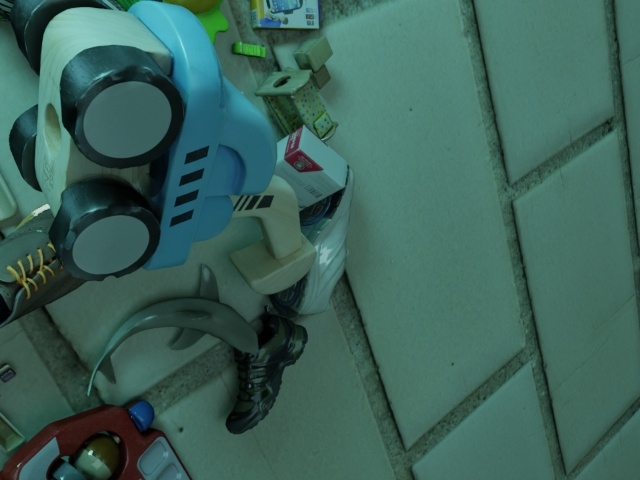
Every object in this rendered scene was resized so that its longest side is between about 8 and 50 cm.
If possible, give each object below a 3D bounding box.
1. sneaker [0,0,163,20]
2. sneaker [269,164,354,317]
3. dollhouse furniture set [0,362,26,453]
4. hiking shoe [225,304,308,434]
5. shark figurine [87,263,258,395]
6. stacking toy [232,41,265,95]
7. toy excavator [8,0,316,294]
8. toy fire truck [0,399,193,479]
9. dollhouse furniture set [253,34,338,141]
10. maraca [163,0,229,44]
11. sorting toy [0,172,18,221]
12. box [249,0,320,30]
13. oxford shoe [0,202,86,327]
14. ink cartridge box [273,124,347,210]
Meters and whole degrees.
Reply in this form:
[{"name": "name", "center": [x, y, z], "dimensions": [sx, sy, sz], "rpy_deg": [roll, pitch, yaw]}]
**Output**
[{"name": "sneaker", "center": [-0.340, -0.325, 0.719], "dimensions": [0.343, 0.134, 0.146], "rpy_deg": [28, 105, -15]}, {"name": "sneaker", "center": [0.000, 0.000, 1.049], "dimensions": [0.129, 0.111, 0.297], "rpy_deg": [16, 94, -51]}, {"name": "dollhouse furniture set", "center": [-0.447, 0.252, 0.803], "dimensions": [0.091, 0.081, 0.114], "rpy_deg": [-38, 118, -21]}, {"name": "hiking shoe", "center": [-0.123, 0.233, 1.025], "dimensions": [0.114, 0.086, 0.227], "rpy_deg": [36, 74, -19]}, {"name": "shark figurine", "center": [-0.234, 0.135, 0.896], "dimensions": [0.278, 0.116, 0.166], "rpy_deg": [-11, 96, -23]}, {"name": "stacking toy", "center": [-0.182, -0.234, 0.895], "dimensions": [0.221, 0.052, 0.167], "rpy_deg": [-5, 103, -33]}, {"name": "toy excavator", "center": [-0.145, -0.077, 0.752], "dimensions": [0.445, 0.222, 0.433], "rpy_deg": [-8, 133, -38]}, {"name": "toy fire truck", "center": [-0.335, 0.389, 0.878], "dimensions": [0.254, 0.169, 0.302], "rpy_deg": [-46, 125, -45]}, {"name": "dollhouse furniture set", "center": [0.007, -0.231, 0.982], "dimensions": [0.161, 0.101, 0.182], "rpy_deg": [-53, 132, -24]}, {"name": "maraca", "center": [-0.194, -0.377, 0.824], "dimensions": [0.127, 0.099, 0.186], "rpy_deg": [-11, 98, -23]}, {"name": "sorting toy", "center": [-0.525, -0.076, 0.710], "dimensions": [0.208, 0.038, 0.193], "rpy_deg": [-29, 114, -25]}, {"name": "box", "center": [-0.054, -0.401, 0.960], "dimensions": [0.136, 0.028, 0.081], "rpy_deg": [-12, 106, -29]}, {"name": "oxford shoe", "center": [-0.389, 0.045, 0.767], "dimensions": [0.363, 0.132, 0.130], "rpy_deg": [-37, 117, -22]}, {"name": "ink cartridge box", "center": [-0.048, -0.109, 0.949], "dimensions": [0.109, 0.150, 0.063], "rpy_deg": [36, 45, -33]}]
